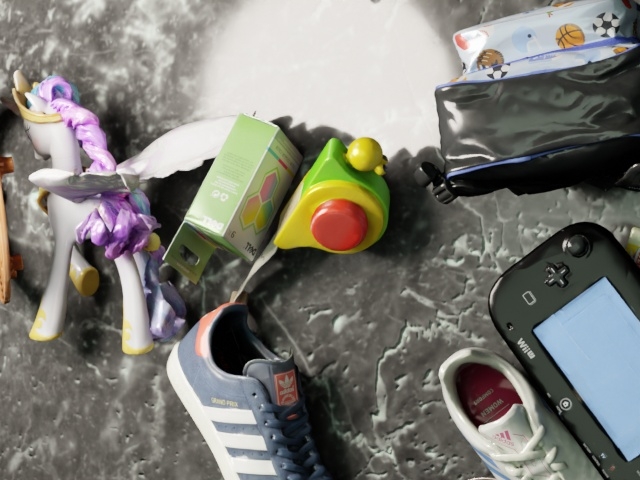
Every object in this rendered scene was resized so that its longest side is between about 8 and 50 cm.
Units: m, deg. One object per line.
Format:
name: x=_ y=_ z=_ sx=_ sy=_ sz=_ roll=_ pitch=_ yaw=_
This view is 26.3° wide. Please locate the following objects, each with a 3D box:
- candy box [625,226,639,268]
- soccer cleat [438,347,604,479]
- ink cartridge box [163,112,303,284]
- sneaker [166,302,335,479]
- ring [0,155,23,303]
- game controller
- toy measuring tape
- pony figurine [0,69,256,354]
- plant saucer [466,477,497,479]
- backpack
candy box: x=0.368 y=0.098 z=1.524 sx=0.105 sy=0.027 sz=0.205 roll=21 pitch=100 yaw=30
soccer cleat: x=0.241 y=0.253 z=1.513 sx=0.116 sy=0.143 sz=0.331 roll=-42 pitch=67 yaw=4
ink cartridge box: x=-0.105 y=-0.042 z=1.708 sx=0.062 sy=0.109 sz=0.209 roll=23 pitch=80 yaw=23
sneaker: x=-0.057 y=0.226 z=1.699 sx=0.350 sy=0.131 sz=0.148 roll=50 pitch=124 yaw=20
ring: x=-0.443 y=-0.080 z=1.873 sx=0.336 sy=0.032 sz=0.336 roll=173 pitch=90 yaw=-74
game controller: x=0.323 y=0.139 z=1.483 sx=0.166 sy=0.067 sz=0.319 roll=-36 pitch=73 yaw=5
toy measuring tape: x=0.000 y=0.000 z=1.704 sx=0.121 sy=0.121 sz=0.330 roll=50 pitch=129 yaw=20
pony figurine: x=-0.276 y=-0.043 z=1.779 sx=0.351 sy=0.303 sz=0.363 roll=4 pitch=108 yaw=38
plant saucer: x=0.205 y=0.363 z=1.617 sx=0.168 sy=0.029 sz=0.168 roll=1 pitch=91 yaw=29
backpack: x=0.264 y=-0.140 z=1.450 sx=0.277 sy=0.263 sz=0.213 roll=-4 pitch=83 yaw=26
